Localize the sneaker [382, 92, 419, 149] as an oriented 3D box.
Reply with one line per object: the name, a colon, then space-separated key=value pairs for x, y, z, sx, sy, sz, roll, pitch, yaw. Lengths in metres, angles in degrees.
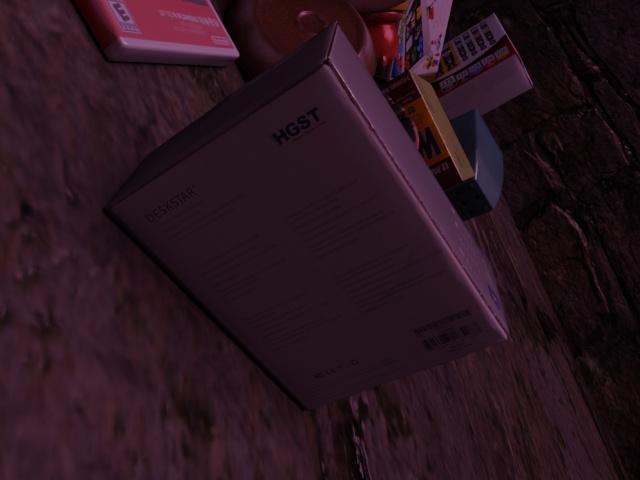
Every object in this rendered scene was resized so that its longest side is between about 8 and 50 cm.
sneaker: x=0.011 y=-0.199 z=0.762 sx=0.314 sy=0.115 sz=0.136 roll=59 pitch=-12 yaw=12

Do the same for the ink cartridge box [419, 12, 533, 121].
ink cartridge box: x=0.369 y=-0.451 z=1.466 sx=0.130 sy=0.309 sz=0.272 roll=42 pitch=30 yaw=-39

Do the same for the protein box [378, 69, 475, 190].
protein box: x=0.162 y=-0.169 z=0.960 sx=0.200 sy=0.135 sz=0.201 roll=64 pitch=23 yaw=1

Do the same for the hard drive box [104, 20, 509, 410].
hard drive box: x=0.000 y=0.000 z=0.395 sx=0.232 sy=0.181 sz=0.089 roll=52 pitch=25 yaw=-25

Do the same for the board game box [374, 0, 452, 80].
board game box: x=0.231 y=-0.541 z=1.268 sx=0.192 sy=0.306 sz=0.053 roll=-21 pitch=41 yaw=-37

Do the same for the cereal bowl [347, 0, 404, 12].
cereal bowl: x=-0.004 y=-0.416 z=0.749 sx=0.338 sy=0.141 sz=0.339 roll=20 pitch=5 yaw=-2

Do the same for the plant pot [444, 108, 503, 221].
plant pot: x=0.347 y=-0.165 z=1.315 sx=0.165 sy=0.165 sz=0.234 roll=48 pitch=34 yaw=-30

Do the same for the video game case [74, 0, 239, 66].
video game case: x=-0.196 y=-0.295 z=0.495 sx=0.285 sy=0.025 sz=0.204 roll=60 pitch=24 yaw=-5

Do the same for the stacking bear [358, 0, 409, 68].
stacking bear: x=0.113 y=-0.511 z=1.128 sx=0.175 sy=0.164 sz=0.289 roll=-134 pitch=-140 yaw=-61

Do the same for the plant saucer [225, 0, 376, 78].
plant saucer: x=-0.016 y=-0.257 z=0.665 sx=0.198 sy=0.036 sz=0.199 roll=8 pitch=64 yaw=-16
